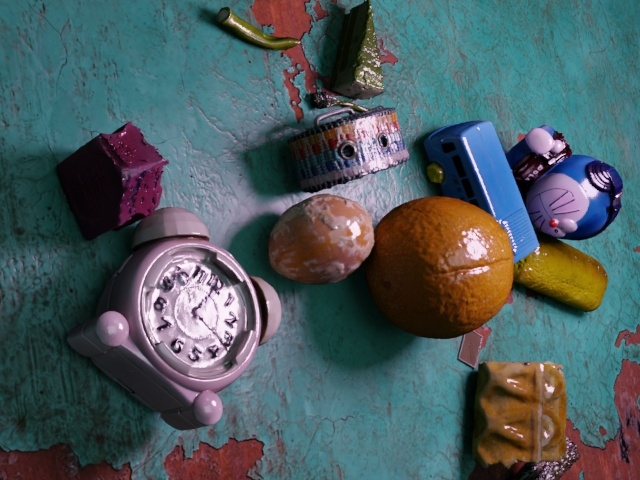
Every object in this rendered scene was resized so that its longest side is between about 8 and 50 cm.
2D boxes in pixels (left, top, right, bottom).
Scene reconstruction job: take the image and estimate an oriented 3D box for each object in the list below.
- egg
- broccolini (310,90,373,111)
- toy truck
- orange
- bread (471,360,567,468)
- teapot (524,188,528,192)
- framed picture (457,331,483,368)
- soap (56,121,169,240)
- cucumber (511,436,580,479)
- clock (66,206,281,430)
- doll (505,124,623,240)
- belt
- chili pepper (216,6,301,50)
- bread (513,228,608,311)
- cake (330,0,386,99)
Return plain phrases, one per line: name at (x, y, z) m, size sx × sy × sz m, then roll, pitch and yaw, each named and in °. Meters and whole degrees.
egg at (0.000, 0.000, 1.626) m, size 0.233 × 0.195 × 0.195 m, roll -29°, pitch 98°, yaw -19°
broccolini at (0.067, -0.322, 1.839) m, size 0.218 × 0.042 × 0.044 m, roll 1°, pitch 79°, yaw -42°
toy truck at (0.405, -0.118, 1.959) m, size 0.161 × 0.162 × 0.385 m, roll -27°, pitch 97°, yaw -35°
orange at (0.274, 0.056, 1.741) m, size 0.357 × 0.322 × 0.322 m, roll -14°, pitch 89°, yaw -43°
bread at (0.493, 0.424, 1.899) m, size 0.238 × 0.196 × 0.252 m, roll 8°, pitch 74°, yaw -36°
teapot at (0.614, -0.164, 2.162) m, size 0.116 × 0.116 × 0.173 m, roll -27°, pitch 108°, yaw -36°
framed picture at (0.381, 0.272, 1.961) m, size 0.066 × 0.006 × 0.089 m, roll 31°, pitch 65°, yaw -28°
soap at (-0.358, -0.107, 1.349) m, size 0.099 × 0.250 × 0.162 m, roll -24°, pitch 94°, yaw -38°
cucumber at (0.521, 0.627, 1.948) m, size 0.359 × 0.096 × 0.096 m, roll -31°, pitch 100°, yaw -33°
clock at (-0.250, 0.138, 1.429) m, size 0.342 × 0.184 × 0.326 m, roll 48°, pitch 53°, yaw -25°
doll at (0.624, -0.140, 2.003) m, size 0.240 × 0.284 × 0.310 m, roll -32°, pitch 80°, yaw -36°
belt at (0.069, -0.216, 1.707) m, size 0.295 × 0.207 × 0.160 m, roll -22°, pitch 97°, yaw -34°
chili pepper at (-0.137, -0.455, 1.699) m, size 0.202 × 0.052 × 0.050 m, roll 16°, pitch 102°, yaw -34°
bread at (0.664, 0.080, 2.138) m, size 0.383 × 0.112 × 0.166 m, roll 22°, pitch 68°, yaw -31°
cake at (0.078, -0.456, 1.824) m, size 0.099 × 0.100 × 0.235 m, roll -1°, pitch 82°, yaw -37°
